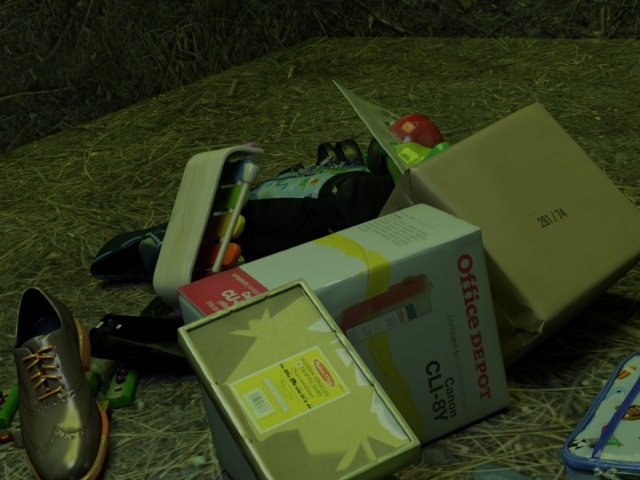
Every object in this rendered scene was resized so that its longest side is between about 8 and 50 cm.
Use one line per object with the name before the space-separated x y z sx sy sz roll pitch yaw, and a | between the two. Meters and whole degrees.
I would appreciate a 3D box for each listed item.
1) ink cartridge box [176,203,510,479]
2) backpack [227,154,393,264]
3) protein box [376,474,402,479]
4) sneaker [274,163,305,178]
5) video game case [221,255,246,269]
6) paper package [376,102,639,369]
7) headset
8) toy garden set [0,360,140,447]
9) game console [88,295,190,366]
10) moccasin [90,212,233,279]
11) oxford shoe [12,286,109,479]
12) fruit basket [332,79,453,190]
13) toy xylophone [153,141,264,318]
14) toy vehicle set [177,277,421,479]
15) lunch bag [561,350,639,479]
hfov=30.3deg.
ink cartridge box | 0.038 0.144 1.566 0.385 0.279 0.160 -20 22 -20
backpack | 0.000 0.000 2.013 0.356 0.290 0.273 -8 27 41
protein box | 0.063 0.362 1.176 0.201 0.135 0.200 -25 23 -31
sneaker | -0.016 -0.104 2.499 0.217 0.121 0.079 0 24 31
video game case | -0.072 0.005 2.381 0.213 0.023 0.193 -5 21 19
paper package | 0.293 -0.012 1.783 0.325 0.309 0.168 -29 -16 -38
headset | 0.102 -0.118 2.322 0.244 0.185 0.394 -11 5 19
toy garden set | -0.421 0.257 1.864 0.244 0.049 0.204 -11 20 4
game console | -0.255 0.139 2.067 0.213 0.043 0.361 5 16 8
moccasin | -0.306 0.038 2.318 0.342 0.137 0.117 -15 19 36
oxford shoe | -0.401 0.217 1.733 0.130 0.132 0.363 -24 42 -2
fruit basket | 0.190 -0.120 2.101 0.327 0.165 0.353 21 23 -48
toy xylophone | -0.176 -0.021 1.960 0.081 0.322 0.236 24 -7 -34
toy vehicle set | -0.029 0.169 1.310 0.166 0.035 0.267 -21 52 -20
lunch bag | 0.418 0.227 1.376 0.243 0.114 0.303 0 22 35
